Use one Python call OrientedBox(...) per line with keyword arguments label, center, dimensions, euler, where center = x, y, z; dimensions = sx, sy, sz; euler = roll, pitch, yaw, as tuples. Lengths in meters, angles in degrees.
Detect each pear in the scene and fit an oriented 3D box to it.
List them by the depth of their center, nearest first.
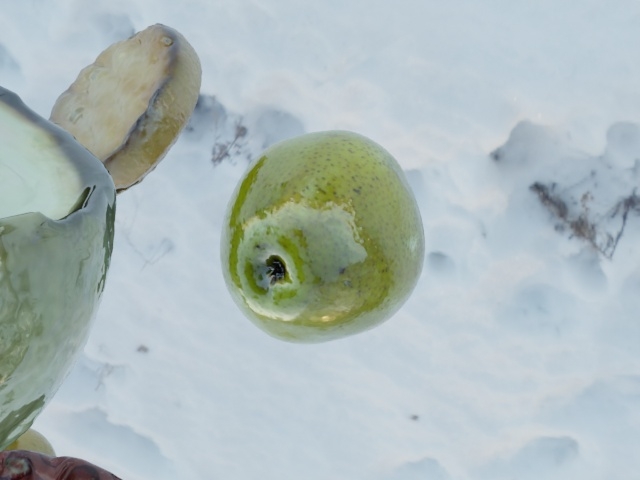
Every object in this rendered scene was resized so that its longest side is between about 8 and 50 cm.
OrientedBox(label="pear", center=(0.000, 0.000, 1.093), dimensions=(0.294, 0.294, 0.294), euler=(9, 128, 12))

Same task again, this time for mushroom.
OrientedBox(label="mushroom", center=(-0.225, 0.011, 0.410), dimensions=(0.267, 0.189, 0.164), euler=(13, 113, 7))

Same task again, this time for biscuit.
OrientedBox(label="biscuit", center=(-0.288, -0.180, 1.219), dimensions=(0.296, 0.296, 0.102), euler=(-20, 137, 30))

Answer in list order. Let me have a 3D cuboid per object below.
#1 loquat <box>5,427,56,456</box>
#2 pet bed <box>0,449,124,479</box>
OrientedBox(label="loquat", center=(-0.510, 0.376, 1.328), dimensions=(0.149, 0.204, 0.172), euler=(25, 107, 43))
OrientedBox(label="pet bed", center=(-0.188, 0.226, 0.536), dimensions=(0.201, 0.201, 0.053), euler=(25, 129, -1))
